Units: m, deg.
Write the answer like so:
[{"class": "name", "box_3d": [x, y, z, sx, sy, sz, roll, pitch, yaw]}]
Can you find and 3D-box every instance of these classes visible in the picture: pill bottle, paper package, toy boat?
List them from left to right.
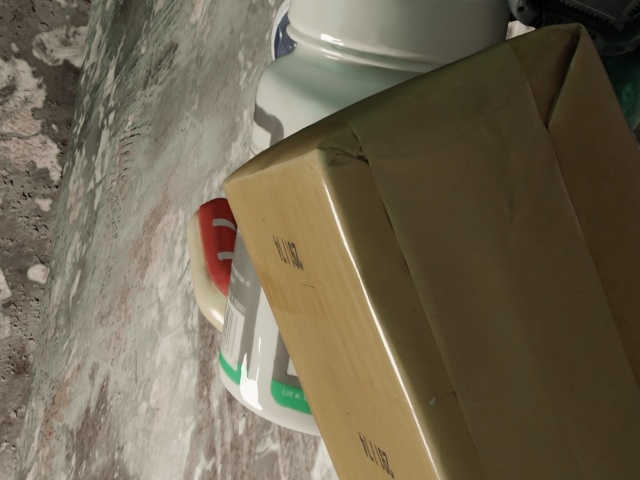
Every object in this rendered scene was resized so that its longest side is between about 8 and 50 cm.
[{"class": "toy boat", "box_3d": [-0.049, 0.029, 1.492, 0.151, 0.151, 0.231, -36, 35, 15]}, {"class": "pill bottle", "box_3d": [0.038, -0.038, 1.111, 0.204, 0.204, 0.361, -128, 45, -64]}, {"class": "paper package", "box_3d": [0.088, 0.057, 0.819, 0.325, 0.168, 0.309, 174, 74, -79]}]

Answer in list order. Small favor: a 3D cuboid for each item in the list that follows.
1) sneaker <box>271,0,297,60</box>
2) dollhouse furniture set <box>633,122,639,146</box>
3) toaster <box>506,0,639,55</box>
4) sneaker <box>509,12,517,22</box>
[{"class": "sneaker", "box_3d": [0.020, -0.213, 1.481, 0.282, 0.099, 0.153, -38, 41, 53]}, {"class": "dollhouse furniture set", "box_3d": [0.277, -0.070, 0.673, 0.101, 0.161, 0.182, -100, 31, -46]}, {"class": "toaster", "box_3d": [0.214, -0.242, 0.984, 0.227, 0.129, 0.146, -50, 30, 47]}, {"class": "sneaker", "box_3d": [0.163, -0.211, 1.159, 0.227, 0.087, 0.130, 53, 150, 43]}]
